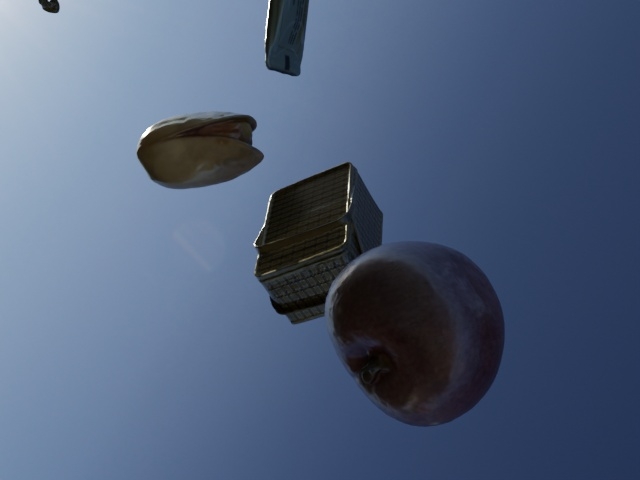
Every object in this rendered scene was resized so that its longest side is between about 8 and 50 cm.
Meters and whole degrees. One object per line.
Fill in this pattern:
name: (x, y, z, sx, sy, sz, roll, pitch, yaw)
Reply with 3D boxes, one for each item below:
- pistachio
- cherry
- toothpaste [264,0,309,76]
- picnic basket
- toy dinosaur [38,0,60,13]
pistachio: (-0.296, -0.227, 1.668, 0.299, 0.187, 0.187, -12, -117, 1)
cherry: (0.143, 0.119, 0.971, 0.221, 0.307, 0.261, -39, -95, 37)
toothpaste: (-0.027, -0.307, 0.731, 0.037, 0.067, 0.255, 9, -83, 31)
picnic basket: (0.000, 0.000, 1.474, 0.228, 0.175, 0.312, -19, -144, 22)
toy dinosaur: (-0.327, -0.329, 0.808, 0.039, 0.162, 0.126, 65, -27, 24)
